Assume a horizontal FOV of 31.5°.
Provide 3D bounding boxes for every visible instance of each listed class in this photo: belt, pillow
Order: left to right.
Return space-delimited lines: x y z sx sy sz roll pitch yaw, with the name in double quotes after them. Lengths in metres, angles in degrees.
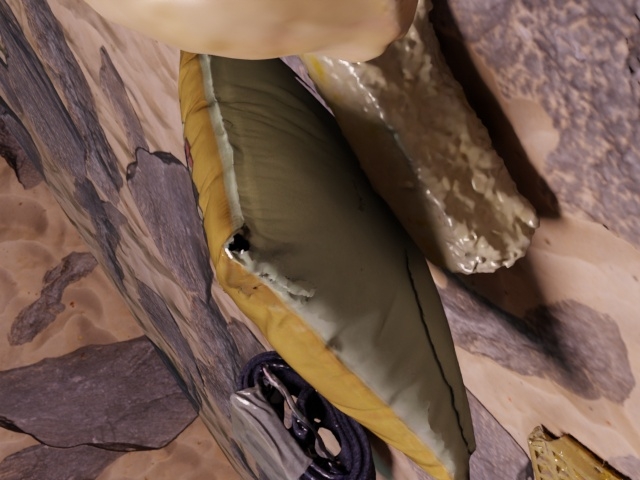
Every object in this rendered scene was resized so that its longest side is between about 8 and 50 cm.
-0.022 0.249 1.473 0.230 0.140 0.126 49 162 27 "belt"
0.000 0.000 0.842 0.312 0.119 0.310 47 -165 -40 "pillow"

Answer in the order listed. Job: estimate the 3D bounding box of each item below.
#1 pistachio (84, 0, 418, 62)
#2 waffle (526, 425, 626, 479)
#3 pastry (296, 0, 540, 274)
-0.050 -0.203 0.616 0.309 0.230 0.230 40 157 55 "pistachio"
0.226 0.208 0.947 0.135 0.021 0.092 35 155 46 "waffle"
0.059 -0.090 0.755 0.121 0.089 0.258 5 131 59 "pastry"
